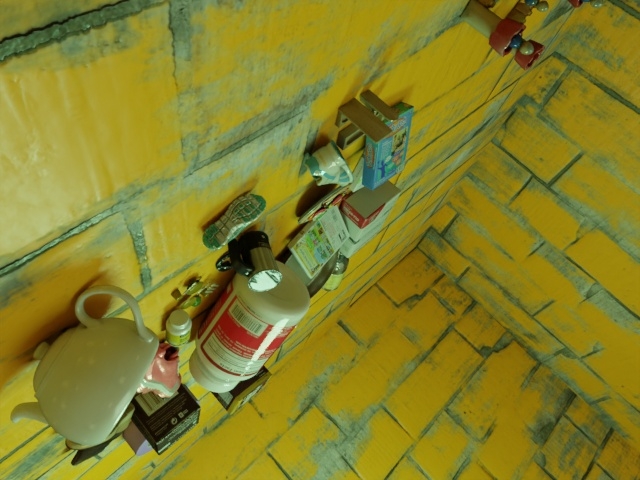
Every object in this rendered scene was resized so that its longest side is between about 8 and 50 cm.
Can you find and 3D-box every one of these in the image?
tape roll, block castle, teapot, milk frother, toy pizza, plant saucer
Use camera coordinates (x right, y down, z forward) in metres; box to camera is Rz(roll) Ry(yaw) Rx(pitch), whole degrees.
[{"bbox_3d":[-0.587,0.664,1.789,0.275,0.090,0.275,-41,164,-14],"label":"tape roll"},{"bbox_3d":[0.595,-0.635,1.300,0.303,0.213,0.453,-54,163,29],"label":"block castle"},{"bbox_3d":[-0.439,0.238,0.907,0.252,0.187,0.256,-35,-153,53],"label":"teapot"},{"bbox_3d":[-0.184,0.070,1.208,0.129,0.134,0.143,3,135,-29],"label":"milk frother"},{"bbox_3d":[0.019,-0.103,1.399,0.201,0.032,0.201,-37,179,-1],"label":"toy pizza"},{"bbox_3d":[-0.054,0.096,1.670,0.310,0.050,0.310,-35,146,-29],"label":"plant saucer"}]

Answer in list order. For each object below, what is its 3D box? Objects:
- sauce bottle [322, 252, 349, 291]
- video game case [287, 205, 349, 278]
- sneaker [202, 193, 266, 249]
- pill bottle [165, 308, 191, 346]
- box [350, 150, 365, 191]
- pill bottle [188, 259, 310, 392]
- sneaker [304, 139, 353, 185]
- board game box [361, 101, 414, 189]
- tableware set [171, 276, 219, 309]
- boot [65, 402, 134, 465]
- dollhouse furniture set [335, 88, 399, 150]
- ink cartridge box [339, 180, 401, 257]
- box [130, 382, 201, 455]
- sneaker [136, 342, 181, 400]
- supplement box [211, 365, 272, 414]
[{"bbox_3d":[0.058,0.101,2.001,0.111,0.111,0.344,-38,162,-26],"label":"sauce bottle"},{"bbox_3d":[0.000,0.000,1.580,0.206,0.026,0.227,-48,150,-12],"label":"video game case"},{"bbox_3d":[-0.192,-0.042,1.072,0.166,0.065,0.076,-39,180,-13],"label":"sneaker"},{"bbox_3d":[-0.371,0.227,1.258,0.065,0.065,0.116,-35,162,-34],"label":"pill bottle"},{"bbox_3d":[0.168,-0.248,1.511,0.145,0.038,0.186,-31,161,-40],"label":"box"},{"bbox_3d":[-0.225,0.261,1.425,0.407,0.229,0.229,-53,164,27],"label":"pill bottle"},{"bbox_3d":[0.023,-0.184,1.226,0.092,0.087,0.229,-31,166,8],"label":"sneaker"},{"bbox_3d":[0.191,-0.269,1.380,0.160,0.047,0.210,-34,143,-35],"label":"board game box"},{"bbox_3d":[-0.326,0.135,1.227,0.104,0.024,0.154,-43,166,4],"label":"tableware set"},{"bbox_3d":[-0.655,0.580,1.373,0.207,0.090,0.248,-51,168,13],"label":"boot"},{"bbox_3d":[0.123,-0.264,1.177,0.144,0.123,0.151,-39,164,-24],"label":"dollhouse furniture set"},{"bbox_3d":[0.154,-0.086,1.751,0.197,0.114,0.273,-38,163,-29],"label":"ink cartridge box"},{"bbox_3d":[-0.510,0.566,1.578,0.168,0.167,0.203,-36,163,-32],"label":"box"},{"bbox_3d":[-0.431,0.354,1.338,0.136,0.116,0.314,-44,165,-11],"label":"sneaker"},{"bbox_3d":[-0.340,0.550,1.945,0.191,0.194,0.129,-30,159,-45],"label":"supplement box"}]
